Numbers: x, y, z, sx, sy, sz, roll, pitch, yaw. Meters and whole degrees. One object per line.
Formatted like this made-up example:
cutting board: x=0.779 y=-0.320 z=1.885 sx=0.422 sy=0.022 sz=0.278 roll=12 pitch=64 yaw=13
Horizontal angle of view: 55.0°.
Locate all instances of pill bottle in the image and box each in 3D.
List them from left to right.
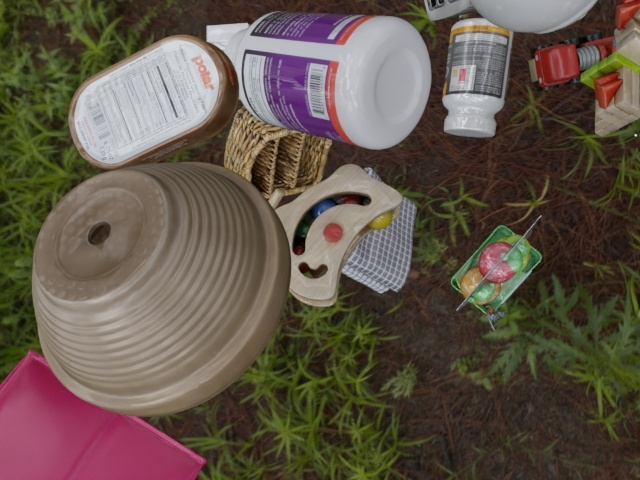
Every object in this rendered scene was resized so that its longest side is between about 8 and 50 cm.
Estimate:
pill bottle: x=-0.005 y=-0.252 z=0.938 sx=0.323 sy=0.182 sz=0.181 roll=23 pitch=109 yaw=42
pill bottle: x=0.403 y=-0.416 z=1.594 sx=0.162 sy=0.162 sz=0.278 roll=9 pitch=93 yaw=26

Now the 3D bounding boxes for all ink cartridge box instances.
ink cartridge box: x=-0.198 y=-0.482 z=1.505 sx=0.109 sy=0.150 sz=0.063 roll=2 pitch=95 yaw=16

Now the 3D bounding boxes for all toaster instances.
toaster: x=0.351 y=-0.655 z=1.569 sx=0.168 sy=0.110 sz=0.185 roll=10 pitch=118 yaw=60

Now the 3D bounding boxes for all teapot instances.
teapot: x=0.378 y=-0.438 z=1.024 sx=0.187 sy=0.255 sz=0.253 roll=35 pitch=128 yaw=-29

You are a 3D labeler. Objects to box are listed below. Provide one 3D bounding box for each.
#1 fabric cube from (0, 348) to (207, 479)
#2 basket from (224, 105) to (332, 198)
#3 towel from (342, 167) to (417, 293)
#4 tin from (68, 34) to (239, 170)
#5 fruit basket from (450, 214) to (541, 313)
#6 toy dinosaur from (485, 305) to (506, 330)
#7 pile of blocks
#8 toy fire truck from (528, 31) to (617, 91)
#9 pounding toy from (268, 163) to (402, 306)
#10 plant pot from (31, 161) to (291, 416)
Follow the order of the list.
fabric cube: x=-0.345 y=0.320 z=0.768 sx=0.259 sy=0.258 sz=0.254 roll=37 pitch=153 yaw=-12
basket: x=-0.123 y=-0.236 z=1.713 sx=0.223 sy=0.213 sz=0.299 roll=36 pitch=148 yaw=11
towel: x=0.139 y=-0.031 z=1.622 sx=0.121 sy=0.235 sz=0.283 roll=-17 pitch=53 yaw=50
tin: x=-0.175 y=-0.138 z=0.635 sx=0.190 sy=0.040 sz=0.106 roll=-22 pitch=92 yaw=15
fruit basket: x=0.501 y=0.086 z=1.720 sx=0.165 sy=0.353 sz=0.327 roll=42 pitch=93 yaw=10
toy dinosaur: x=0.435 y=0.180 z=1.548 sx=0.047 sy=0.082 sz=0.090 roll=-37 pitch=104 yaw=-8
pile of blocks: x=0.575 y=-0.387 z=1.164 sx=0.113 sy=0.149 sz=0.361 roll=22 pitch=89 yaw=-20
toy fire truck: x=0.672 y=-0.437 z=1.532 sx=0.217 sy=0.246 sz=0.158 roll=-13 pitch=100 yaw=-4
pounding toy: x=0.000 y=0.000 z=0.882 sx=0.270 sy=0.155 sz=0.154 roll=-34 pitch=76 yaw=-6
plant pot: x=-0.152 y=0.018 z=0.514 sx=0.238 sy=0.109 sz=0.237 roll=-8 pitch=61 yaw=14
